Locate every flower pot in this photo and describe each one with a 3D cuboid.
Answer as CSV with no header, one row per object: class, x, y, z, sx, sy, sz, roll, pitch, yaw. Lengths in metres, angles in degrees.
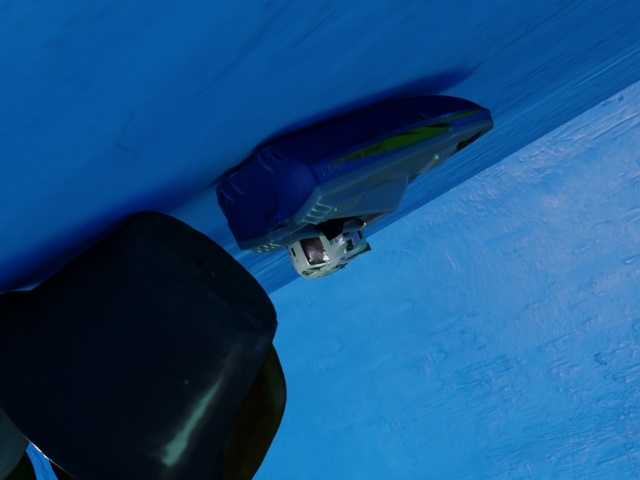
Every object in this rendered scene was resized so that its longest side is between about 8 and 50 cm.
flower pot,-0.130,0.074,0.799,0.148,0.235,0.235,-50,171,13

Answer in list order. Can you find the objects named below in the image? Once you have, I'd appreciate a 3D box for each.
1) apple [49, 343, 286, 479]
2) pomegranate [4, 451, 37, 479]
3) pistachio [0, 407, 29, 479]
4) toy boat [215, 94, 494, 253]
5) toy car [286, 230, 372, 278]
apple,-0.184,0.180,1.189,0.288,0.288,0.317,-27,-174,-8
pomegranate,-0.458,0.351,1.149,0.309,0.216,0.358,-11,-131,49
pistachio,-0.356,0.179,0.982,0.153,0.137,0.238,-64,177,-2
toy boat,0.059,-0.069,0.882,0.295,0.088,0.129,-24,175,-40
toy car,0.000,0.000,1.409,0.076,0.090,0.224,-20,174,-17
